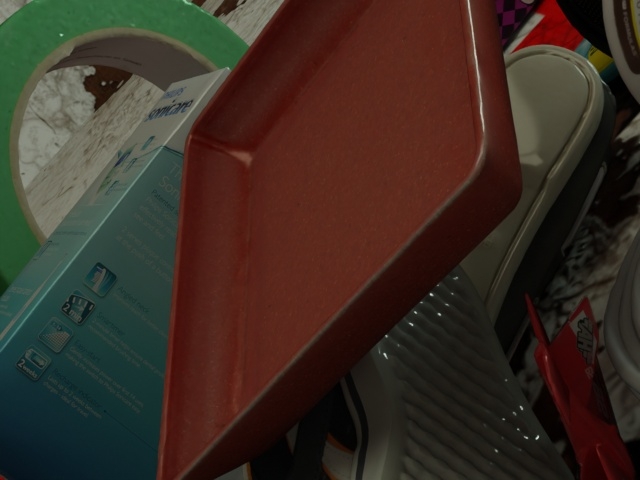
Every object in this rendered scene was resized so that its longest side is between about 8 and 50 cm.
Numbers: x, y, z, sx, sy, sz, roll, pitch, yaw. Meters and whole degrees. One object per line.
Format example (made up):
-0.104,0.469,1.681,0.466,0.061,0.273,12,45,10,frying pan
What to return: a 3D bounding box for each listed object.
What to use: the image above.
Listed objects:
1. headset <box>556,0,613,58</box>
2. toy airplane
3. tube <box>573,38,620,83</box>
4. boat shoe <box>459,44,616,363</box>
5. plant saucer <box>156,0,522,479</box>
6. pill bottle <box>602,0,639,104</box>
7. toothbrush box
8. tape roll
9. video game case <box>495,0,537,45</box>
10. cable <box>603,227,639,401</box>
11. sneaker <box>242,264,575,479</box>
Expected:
0.196,-0.141,0.746,0.394,0.185,0.243,-7,13,24,headset
0.114,0.081,0.602,0.028,0.151,0.151,-17,25,8,toy airplane
0.229,-0.159,0.967,0.207,0.052,0.080,-41,9,40,tube
0.082,0.040,0.863,0.112,0.095,0.335,26,77,34,boat shoe
0.008,-0.037,0.686,0.259,0.048,0.258,-47,30,37,plant saucer
0.205,-0.096,0.497,0.117,0.117,0.215,-55,21,-16,pill bottle
-0.092,0.064,0.977,0.295,0.216,0.126,-54,19,-13,toothbrush box
-0.159,-0.051,1.188,0.077,0.321,0.321,-20,34,53,tape roll
0.142,-0.229,1.298,0.232,0.042,0.210,-52,19,-11,video game case
0.232,-0.007,0.580,0.257,0.089,0.257,-38,21,30,cable
0.043,0.133,0.674,0.127,0.126,0.321,-60,25,30,sneaker
